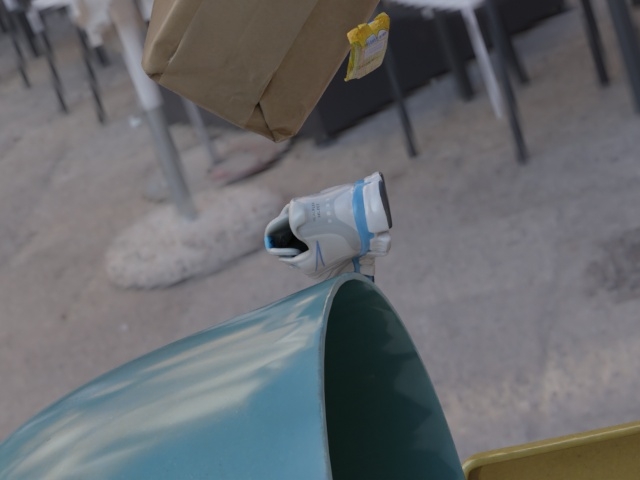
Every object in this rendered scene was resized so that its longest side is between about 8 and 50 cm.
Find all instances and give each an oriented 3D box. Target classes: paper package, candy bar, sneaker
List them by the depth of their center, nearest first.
[{"bbox_3d":[0.000,0.000,1.124,0.083,0.071,0.191,-6,-19,-5],"label":"sneaker"},{"bbox_3d":[0.039,-0.160,1.320,0.040,0.018,0.161,-31,-5,-3],"label":"candy bar"},{"bbox_3d":[-0.025,-0.317,1.483,0.309,0.168,0.325,-56,19,33],"label":"paper package"}]

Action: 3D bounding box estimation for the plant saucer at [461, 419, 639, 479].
[{"bbox_3d":[0.285,0.325,1.662,0.332,0.333,0.081,-9,27,-15],"label":"plant saucer"}]

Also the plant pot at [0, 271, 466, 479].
[{"bbox_3d":[-0.055,0.188,0.790,0.235,0.293,0.293,-16,20,14],"label":"plant pot"}]
